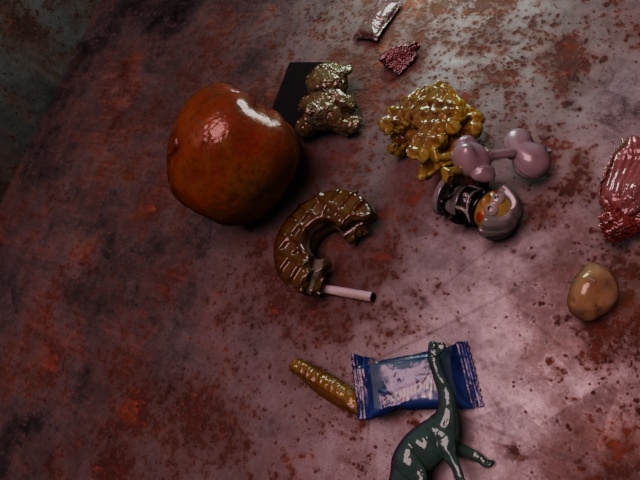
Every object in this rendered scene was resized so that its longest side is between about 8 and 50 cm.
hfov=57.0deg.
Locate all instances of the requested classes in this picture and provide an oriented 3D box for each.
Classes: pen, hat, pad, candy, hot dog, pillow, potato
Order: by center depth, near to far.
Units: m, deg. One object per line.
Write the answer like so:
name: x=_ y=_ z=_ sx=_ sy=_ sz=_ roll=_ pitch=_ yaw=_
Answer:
potato: x=0.662 y=0.126 z=1.431 sx=0.112 sy=0.112 sz=0.147 roll=27 pitch=88 yaw=35
hat: x=0.786 y=-0.108 z=1.452 sx=0.237 sy=0.107 sz=0.286 roll=35 pitch=77 yaw=25
candy: x=0.249 y=0.370 z=1.570 sx=0.331 sy=0.077 sz=0.187 roll=-12 pitch=64 yaw=13
hot dog: x=0.028 y=0.419 z=1.691 sx=0.289 sy=0.083 sz=0.068 roll=27 pitch=66 yaw=35
pen: x=0.045 y=0.155 z=1.815 sx=0.269 sy=0.033 sz=0.033 roll=7 pitch=74 yaw=32
pillow: x=0.202 y=-0.794 z=2.114 sx=0.118 sy=0.043 sz=0.185 roll=28 pitch=85 yaw=37
pad: x=-0.085 y=-0.534 z=2.194 sx=0.202 sy=0.005 sz=0.299 roll=11 pitch=76 yaw=33

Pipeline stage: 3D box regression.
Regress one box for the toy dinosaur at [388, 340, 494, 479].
toy dinosaur: x=0.230 y=0.482 z=1.474 sx=0.383 sy=0.129 sz=0.331 roll=-33 pitch=71 yaw=4

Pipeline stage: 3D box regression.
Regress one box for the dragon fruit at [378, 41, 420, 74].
dragon fruit: x=0.273 y=-0.633 z=2.011 sx=0.131 sy=0.063 sz=0.097 roll=-44 pitch=90 yaw=12

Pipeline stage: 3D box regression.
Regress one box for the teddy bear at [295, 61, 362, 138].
teddy bear: x=0.019 y=-0.490 z=2.026 sx=0.267 sy=0.156 sz=0.256 roll=0 pitch=68 yaw=30

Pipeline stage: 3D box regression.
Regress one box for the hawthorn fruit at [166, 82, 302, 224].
hawthorn fruit: x=-0.309 y=-0.279 z=1.967 sx=0.472 sy=0.472 sz=0.471 roll=-12 pitch=65 yaw=26

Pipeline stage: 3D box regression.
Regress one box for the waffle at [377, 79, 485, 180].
waffle: x=0.322 y=-0.331 z=1.745 sx=0.261 sy=0.151 sz=0.324 roll=-42 pitch=36 yaw=6

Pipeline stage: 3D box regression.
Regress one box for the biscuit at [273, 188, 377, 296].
biscuit: x=-0.005 y=-0.015 z=1.850 sx=0.366 sy=0.115 sz=0.268 roll=-50 pitch=50 yaw=-6

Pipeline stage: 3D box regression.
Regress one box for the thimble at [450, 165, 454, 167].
thimble: x=0.428 y=-0.250 z=1.745 sx=0.084 sy=0.062 sz=0.110 roll=7 pitch=73 yaw=33

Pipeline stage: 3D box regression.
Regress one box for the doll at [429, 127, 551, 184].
doll: x=0.476 y=-0.227 z=1.581 sx=0.365 sy=0.094 sz=0.160 roll=-7 pitch=55 yaw=-23

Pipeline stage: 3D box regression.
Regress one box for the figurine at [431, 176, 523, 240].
figurine: x=0.446 y=-0.102 z=1.634 sx=0.236 sy=0.133 sz=0.176 roll=27 pitch=83 yaw=39
